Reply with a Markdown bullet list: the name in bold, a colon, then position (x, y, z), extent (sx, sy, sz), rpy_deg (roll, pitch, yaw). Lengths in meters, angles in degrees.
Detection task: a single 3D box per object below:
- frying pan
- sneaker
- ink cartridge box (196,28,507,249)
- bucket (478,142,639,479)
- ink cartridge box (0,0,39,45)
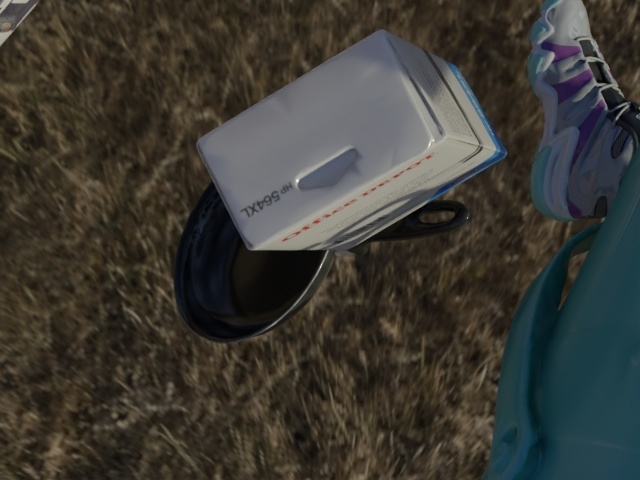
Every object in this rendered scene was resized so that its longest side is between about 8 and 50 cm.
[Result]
- **frying pan**: position (-0.004, -0.024, 1.220), extent (0.326, 0.053, 0.197), rpy_deg (-27, 50, 30)
- **sneaker**: position (0.123, -0.056, 0.586), extent (0.069, 0.038, 0.098), rpy_deg (6, 105, 39)
- **ink cartridge box**: position (0.028, -0.062, 0.963), extent (0.148, 0.203, 0.086), rpy_deg (-30, 80, 15)
- **bucket**: position (0.185, 0.069, 0.412), extent (0.281, 0.281, 0.183), rpy_deg (22, 76, 6)
- **ink cartridge box**: position (-0.186, -0.190, 0.761), extent (0.100, 0.172, 0.237), rpy_deg (42, 92, 0)
